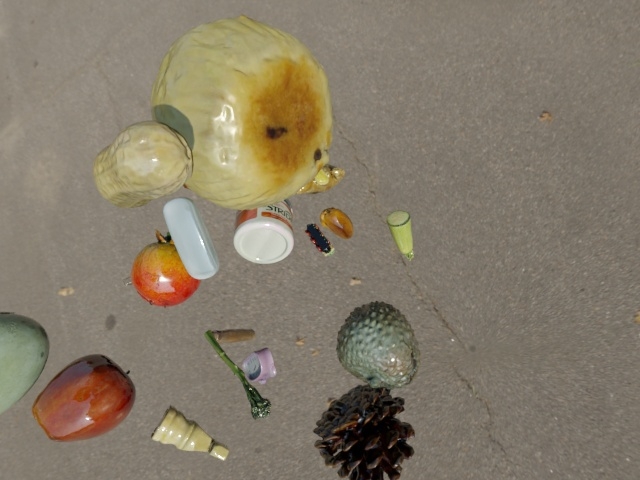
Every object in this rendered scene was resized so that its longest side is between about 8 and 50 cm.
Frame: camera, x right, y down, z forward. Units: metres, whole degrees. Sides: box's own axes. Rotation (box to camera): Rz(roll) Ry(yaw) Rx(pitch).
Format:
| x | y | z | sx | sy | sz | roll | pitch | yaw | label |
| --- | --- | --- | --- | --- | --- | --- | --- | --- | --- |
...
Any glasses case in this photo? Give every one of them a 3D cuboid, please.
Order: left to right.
| x | y | z | sx | sy | sz | roll | pitch | yaw | label |
| --- | --- | --- | --- | --- | --- | --- | --- | --- | --- |
| -0.268 | -0.003 | 0.845 | 0.067 | 0.045 | 0.178 | -15 | 106 | 10 | glasses case |

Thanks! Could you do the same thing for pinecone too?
| x | y | z | sx | sy | sz | roll | pitch | yaw | label |
| --- | --- | --- | --- | --- | --- | --- | --- | --- | --- |
| 0.187 | 0.756 | 1.586 | 0.398 | 0.398 | 0.397 | -6 | 74 | 19 | pinecone |

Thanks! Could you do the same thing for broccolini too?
| x | y | z | sx | sy | sz | roll | pitch | yaw | label |
| --- | --- | --- | --- | --- | --- | --- | --- | --- | --- |
| -0.167 | 0.259 | 0.809 | 0.044 | 0.042 | 0.218 | -40 | 66 | -5 | broccolini |

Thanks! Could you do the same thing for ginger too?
| x | y | z | sx | sy | sz | roll | pitch | yaw | label |
| --- | --- | --- | --- | --- | --- | --- | --- | --- | --- |
| -0.025 | -0.205 | 1.366 | 0.216 | 0.157 | 0.102 | -11 | 106 | 4 | ginger |

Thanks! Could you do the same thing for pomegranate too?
| x | y | z | sx | sy | sz | roll | pitch | yaw | label |
| --- | --- | --- | --- | --- | --- | --- | --- | --- | --- |
| -0.467 | 0.085 | 1.241 | 0.210 | 0.210 | 0.235 | -1 | 86 | 21 | pomegranate |

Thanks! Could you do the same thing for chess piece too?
| x | y | z | sx | sy | sz | roll | pitch | yaw | label |
| --- | --- | --- | --- | --- | --- | --- | --- | --- | --- |
| -0.329 | 0.516 | 1.062 | 0.200 | 0.090 | 0.090 | 32 | 88 | -11 | chess piece |

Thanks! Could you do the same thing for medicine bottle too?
| x | y | z | sx | sy | sz | roll | pitch | yaw | label |
| --- | --- | --- | --- | --- | --- | --- | --- | --- | --- |
| -0.244 | -0.062 | 1.761 | 0.252 | 0.252 | 0.241 | -22 | 44 | 14 | medicine bottle |

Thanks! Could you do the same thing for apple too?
| x | y | z | sx | sy | sz | roll | pitch | yaw | label |
| --- | --- | --- | --- | --- | --- | --- | --- | --- | --- |
| -0.610 | 0.417 | 1.073 | 0.234 | 0.234 | 0.234 | -6 | 74 | 19 | apple |

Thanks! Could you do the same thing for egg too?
| x | y | z | sx | sy | sz | roll | pitch | yaw | label |
| --- | --- | --- | --- | --- | --- | --- | --- | --- | --- |
| -0.573 | 0.217 | 0.668 | 0.236 | 0.169 | 0.169 | -35 | 63 | -20 | egg |

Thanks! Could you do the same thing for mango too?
| x | y | z | sx | sy | sz | roll | pitch | yaw | label |
| --- | --- | --- | --- | --- | --- | --- | --- | --- | --- |
| 0.055 | -0.051 | 1.210 | 0.077 | 0.127 | 0.063 | -12 | 43 | 51 | mango |

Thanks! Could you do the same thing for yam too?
| x | y | z | sx | sy | sz | roll | pitch | yaw | label |
| --- | --- | --- | --- | --- | --- | --- | --- | --- | --- |
| -0.286 | 0.313 | 1.338 | 0.046 | 0.264 | 0.046 | -3 | 78 | 16 | yam |

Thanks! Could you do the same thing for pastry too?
| x | y | z | sx | sy | sz | roll | pitch | yaw | label |
| --- | --- | --- | --- | --- | --- | --- | --- | --- | --- |
| -0.165 | -0.252 | 0.856 | 0.312 | 0.388 | 0.388 | 20 | 83 | 36 | pastry |

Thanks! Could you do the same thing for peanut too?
| x | y | z | sx | sy | sz | roll | pitch | yaw | label |
| --- | --- | --- | --- | --- | --- | --- | --- | --- | --- |
| -0.229 | -0.093 | 0.518 | 0.214 | 0.090 | 0.098 | -6 | 27 | 46 | peanut |

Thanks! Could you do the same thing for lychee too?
| x | y | z | sx | sy | sz | roll | pitch | yaw | label |
| --- | --- | --- | --- | --- | --- | --- | --- | --- | --- |
| 0.176 | 0.307 | 1.203 | 0.255 | 0.255 | 0.274 | 5 | 41 | 22 | lychee |

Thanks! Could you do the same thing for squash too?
| x | y | z | sx | sy | sz | roll | pitch | yaw | label |
| --- | --- | --- | --- | --- | --- | --- | --- | --- | --- |
| 0.332 | -0.006 | 1.612 | 0.094 | 0.224 | 0.094 | -16 | 35 | 11 | squash |

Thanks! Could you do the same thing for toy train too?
| x | y | z | sx | sy | sz | roll | pitch | yaw | label |
| --- | --- | --- | --- | --- | --- | --- | --- | --- | --- |
| 0.000 | 0.000 | 1.410 | 0.050 | 0.087 | 0.138 | -40 | 59 | 3 | toy train |

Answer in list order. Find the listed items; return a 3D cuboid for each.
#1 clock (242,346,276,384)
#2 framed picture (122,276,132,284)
| x | y | z | sx | sy | sz | roll | pitch | yaw | label |
| --- | --- | --- | --- | --- | --- | --- | --- | --- | --- |
| -0.222 | 0.459 | 1.462 | 0.152 | 0.050 | 0.110 | -47 | 61 | 43 | clock |
| -0.647 | 0.128 | 1.505 | 0.128 | 0.168 | 0.023 | -24 | 91 | -14 | framed picture |
